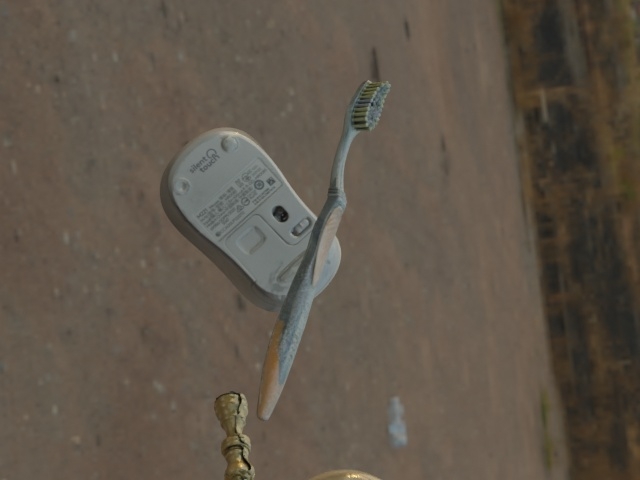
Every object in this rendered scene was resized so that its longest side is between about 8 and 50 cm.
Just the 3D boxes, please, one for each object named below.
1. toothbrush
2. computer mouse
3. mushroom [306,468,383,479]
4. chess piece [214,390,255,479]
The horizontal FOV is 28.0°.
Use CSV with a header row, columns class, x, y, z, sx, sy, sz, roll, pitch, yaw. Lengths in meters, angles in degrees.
class,x,y,z,sx,sy,sz,roll,pitch,yaw
toothbrush,0.000,0.000,1.237,0.028,0.037,0.375,43,57,-43
computer mouse,-0.101,-0.028,1.929,0.297,0.184,0.121,43,-9,4
mushroom,0.036,0.414,1.746,0.215,0.207,0.207,113,-25,-75
chess piece,-0.133,0.323,2.032,0.060,0.060,0.172,67,7,-46
